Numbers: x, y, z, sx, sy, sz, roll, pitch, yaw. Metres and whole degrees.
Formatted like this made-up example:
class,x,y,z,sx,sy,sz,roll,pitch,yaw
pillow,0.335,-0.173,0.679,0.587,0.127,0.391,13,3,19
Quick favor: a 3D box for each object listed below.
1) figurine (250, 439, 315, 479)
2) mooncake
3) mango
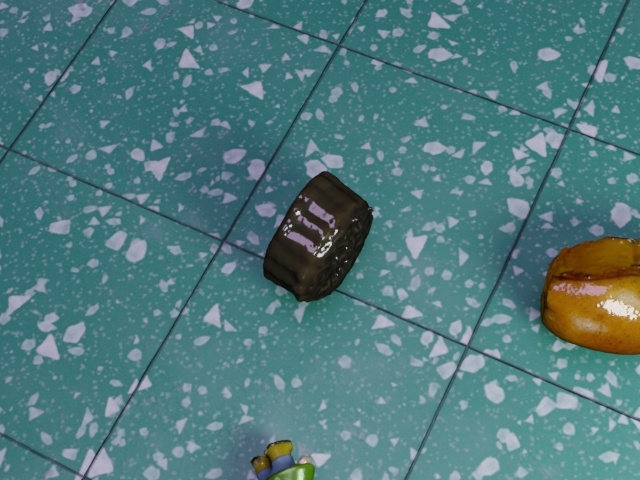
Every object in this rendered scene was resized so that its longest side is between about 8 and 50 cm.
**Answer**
class,x,y,z,sx,sy,sz,roll,pitch,yaw
figurine,-0.038,0.451,1.665,0.162,0.143,0.263,-39,54,16
mooncake,0.000,0.000,1.835,0.124,0.228,0.228,32,70,12
mango,0.543,0.092,1.781,0.350,0.201,0.199,0,100,-4
